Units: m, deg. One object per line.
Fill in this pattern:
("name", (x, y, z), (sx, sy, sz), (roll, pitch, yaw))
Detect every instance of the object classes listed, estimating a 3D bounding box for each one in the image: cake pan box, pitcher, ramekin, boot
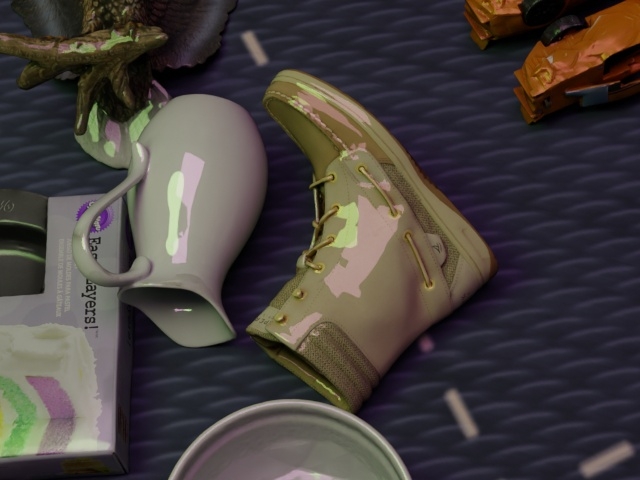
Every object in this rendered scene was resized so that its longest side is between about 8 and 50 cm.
("cake pan box", (-0.290, 0.083, 1.329), (0.245, 0.070, 0.267), (-2, 62, 2))
("pitcher", (-0.132, -0.032, 1.320), (0.125, 0.177, 0.207), (-14, 57, 39))
("ramekin", (-0.021, 0.241, 1.197), (0.207, 0.109, 0.207), (-2, 62, 4))
("boot", (0.000, 0.000, 1.303), (0.203, 0.095, 0.262), (-45, 95, -14))

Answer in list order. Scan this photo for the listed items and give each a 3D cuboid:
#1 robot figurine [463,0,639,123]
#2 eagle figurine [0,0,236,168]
("robot figurine", (0.296, -0.233, 1.438), (0.291, 0.085, 0.211), (-24, 63, -7))
("eagle figurine", (-0.197, -0.243, 1.455), (0.226, 0.225, 0.298), (35, 26, -21))
